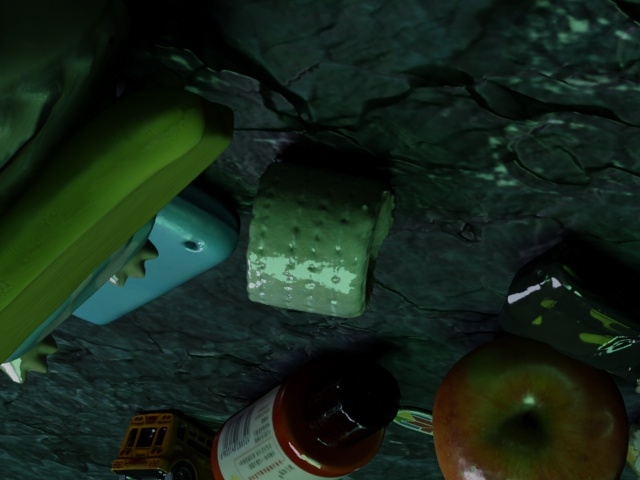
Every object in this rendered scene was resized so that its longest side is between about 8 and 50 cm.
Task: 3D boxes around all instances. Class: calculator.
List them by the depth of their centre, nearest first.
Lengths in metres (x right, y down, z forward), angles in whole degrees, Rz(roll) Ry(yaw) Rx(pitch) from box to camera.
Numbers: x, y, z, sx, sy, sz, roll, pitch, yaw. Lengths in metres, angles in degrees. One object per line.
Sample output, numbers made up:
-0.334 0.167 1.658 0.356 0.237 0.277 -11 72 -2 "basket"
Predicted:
-0.185 -0.005 1.311 0.173 0.051 0.293 27 152 -24 "calculator"

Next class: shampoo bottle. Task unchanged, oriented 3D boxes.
-0.009 0.173 1.533 0.104 0.104 0.278 21 154 -15 "shampoo bottle"

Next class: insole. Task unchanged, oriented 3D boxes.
0.157 0.192 1.606 0.193 0.006 0.065 18 155 -11 "insole"

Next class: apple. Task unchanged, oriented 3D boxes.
0.168 0.156 1.350 0.163 0.163 0.139 7 164 13 "apple"

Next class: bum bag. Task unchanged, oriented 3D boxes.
0.236 0.071 1.248 0.232 0.060 0.106 24 151 -22 "bum bag"

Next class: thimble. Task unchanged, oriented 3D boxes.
0.000 0.000 1.173 0.090 0.102 0.115 10 -176 7 "thimble"

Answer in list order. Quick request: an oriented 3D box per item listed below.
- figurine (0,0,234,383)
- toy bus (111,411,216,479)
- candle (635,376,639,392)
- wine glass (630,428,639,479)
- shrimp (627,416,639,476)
-0.260 -0.110 1.016 0.378 0.266 0.361 49 166 3 "figurine"
-0.126 0.256 1.788 0.083 0.088 0.194 -8 146 39 "toy bus"
0.401 0.140 1.176 0.317 0.131 0.287 -18 153 34 "candle"
0.305 0.304 1.314 0.238 0.323 0.238 19 138 17 "wine glass"
0.339 0.185 1.457 0.150 0.051 0.217 26 152 -9 "shrimp"
